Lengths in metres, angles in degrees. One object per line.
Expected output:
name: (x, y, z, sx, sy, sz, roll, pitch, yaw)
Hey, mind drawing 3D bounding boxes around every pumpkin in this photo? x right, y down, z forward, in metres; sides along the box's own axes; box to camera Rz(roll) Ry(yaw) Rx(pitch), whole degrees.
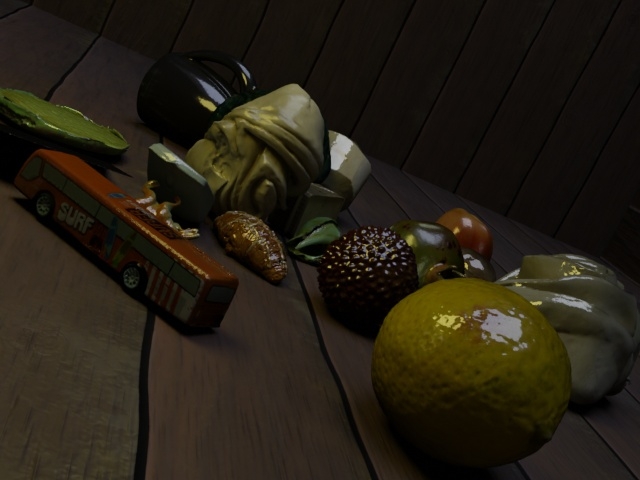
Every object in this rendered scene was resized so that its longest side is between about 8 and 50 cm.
pumpkin: (-0.126, -0.258, 2.008, 0.293, 0.197, 0.263, -8, 39, -8)

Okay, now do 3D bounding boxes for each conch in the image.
conch: (-0.002, 0.001, 1.785, 0.095, 0.079, 0.201, 39, 31, 2)

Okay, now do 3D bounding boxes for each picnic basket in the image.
picnic basket: (-0.031, -0.067, 1.898, 0.079, 0.115, 0.164, 31, 14, 29)

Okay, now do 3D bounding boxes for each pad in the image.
pad: (-0.456, -0.133, 1.536, 0.315, 0.063, 0.375, 19, 3, -23)

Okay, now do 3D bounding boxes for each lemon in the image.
lemon: (0.195, 0.172, 1.122, 0.267, 0.267, 0.267, 25, 13, -6)

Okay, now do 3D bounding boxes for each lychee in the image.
lychee: (0.080, 0.061, 1.496, 0.188, 0.188, 0.188, 25, 13, -6)

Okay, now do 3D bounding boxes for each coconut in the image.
coconut: (0.024, -0.184, 2.192, 0.202, 0.202, 0.222, 27, 53, 3)

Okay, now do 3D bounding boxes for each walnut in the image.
walnut: (0.314, 0.085, 1.907, 0.162, 0.140, 0.140, 28, 12, 34)

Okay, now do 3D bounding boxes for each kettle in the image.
kettle: (-0.294, -0.361, 2.203, 0.290, 0.268, 0.207, 32, 20, 21)

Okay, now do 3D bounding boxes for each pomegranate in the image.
pomegranate: (0.191, 0.050, 1.658, 0.198, 0.198, 0.246, 26, -4, 0)

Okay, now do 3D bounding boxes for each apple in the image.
apple: (0.354, 0.013, 2.172, 0.199, 0.199, 0.199, 25, 13, -6)

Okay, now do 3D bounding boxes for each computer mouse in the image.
computer mouse: (-0.258, -0.094, 1.546, 0.128, 0.079, 0.231, 34, -13, 9)

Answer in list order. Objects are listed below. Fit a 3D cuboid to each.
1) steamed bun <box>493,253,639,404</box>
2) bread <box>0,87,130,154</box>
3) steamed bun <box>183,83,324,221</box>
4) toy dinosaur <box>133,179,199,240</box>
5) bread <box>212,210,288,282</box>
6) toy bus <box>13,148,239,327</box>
steamed bun: (0.508, 0.156, 1.759, 0.342, 0.255, 0.368, 32, 13, 33)
bread: (-0.538, -0.243, 1.769, 0.301, 0.045, 0.301, 25, 11, -5)
steamed bun: (-0.111, -0.150, 1.716, 0.203, 0.289, 0.276, 59, -4, 12)
toy dinosaur: (-0.316, -0.043, 1.444, 0.212, 0.057, 0.142, 2, 38, -15)
bread: (-0.130, -0.004, 1.564, 0.105, 0.076, 0.233, 16, 15, -43)
toy bus: (-0.291, -0.010, 1.237, 0.409, 0.092, 0.093, 34, 13, 27)
